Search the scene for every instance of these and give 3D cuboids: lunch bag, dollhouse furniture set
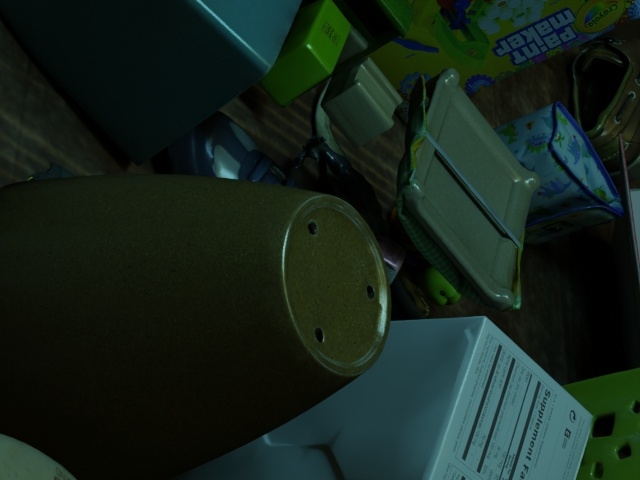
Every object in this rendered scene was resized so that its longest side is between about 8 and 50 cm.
[{"bbox_3d":[0.242,-0.058,1.780,0.151,0.129,0.096,45,41,-33],"label":"lunch bag"},{"bbox_3d":[0.042,-0.073,1.413,0.301,0.151,0.197,49,35,-22],"label":"dollhouse furniture set"}]

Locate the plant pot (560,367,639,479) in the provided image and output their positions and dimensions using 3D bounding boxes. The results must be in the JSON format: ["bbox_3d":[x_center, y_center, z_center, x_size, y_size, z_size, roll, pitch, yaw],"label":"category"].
[{"bbox_3d":[0.342,0.275,1.647,0.228,0.227,0.207,45,45,-31],"label":"plant pot"}]

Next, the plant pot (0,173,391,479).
[{"bbox_3d":[-0.090,0.051,1.095,0.237,0.254,0.237,21,64,-49],"label":"plant pot"}]

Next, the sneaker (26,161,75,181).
[{"bbox_3d":[-0.211,-0.029,1.210,0.035,0.031,0.083,41,39,5],"label":"sneaker"}]

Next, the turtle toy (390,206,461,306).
[{"bbox_3d":[0.114,0.001,1.609,0.066,0.095,0.130,-14,81,-35],"label":"turtle toy"}]

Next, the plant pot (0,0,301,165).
[{"bbox_3d":[-0.154,-0.219,1.284,0.234,0.166,0.165,43,39,-21],"label":"plant pot"}]

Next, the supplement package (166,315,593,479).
[{"bbox_3d":[0.027,0.180,1.166,0.145,0.262,0.204,41,59,-34],"label":"supplement package"}]

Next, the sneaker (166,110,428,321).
[{"bbox_3d":[0.000,0.000,1.395,0.319,0.131,0.112,52,36,-22],"label":"sneaker"}]

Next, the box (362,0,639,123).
[{"bbox_3d":[0.141,-0.315,1.642,0.279,0.290,0.177,51,35,-25],"label":"box"}]

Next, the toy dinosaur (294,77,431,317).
[{"bbox_3d":[0.021,-0.043,1.525,0.118,0.064,0.268,6,62,-57],"label":"toy dinosaur"}]

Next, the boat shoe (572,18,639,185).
[{"bbox_3d":[0.385,-0.219,2.100,0.104,0.111,0.307,43,40,-34],"label":"boat shoe"}]

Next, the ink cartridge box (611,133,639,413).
[{"bbox_3d":[0.380,0.067,1.853,0.261,0.066,0.296,79,9,-59],"label":"ink cartridge box"}]

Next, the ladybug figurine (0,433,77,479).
[{"bbox_3d":[-0.242,0.289,0.844,0.305,0.162,0.449,53,36,-21],"label":"ladybug figurine"}]
